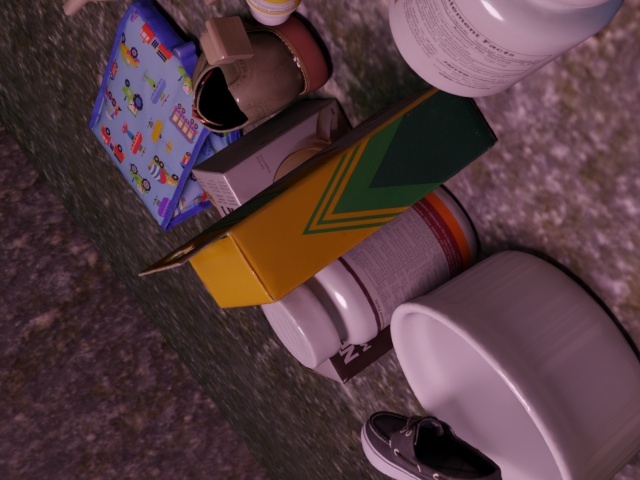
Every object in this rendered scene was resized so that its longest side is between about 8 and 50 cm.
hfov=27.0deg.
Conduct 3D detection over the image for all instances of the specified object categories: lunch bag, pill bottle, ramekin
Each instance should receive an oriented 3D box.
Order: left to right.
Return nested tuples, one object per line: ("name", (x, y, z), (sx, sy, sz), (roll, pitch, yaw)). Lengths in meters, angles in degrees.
("lunch bag", (-0.219, -0.193, 1.925), (0.221, 0.138, 0.293), (53, 153, 18))
("pill bottle", (-0.047, -0.273, 1.393), (0.065, 0.065, 0.116), (52, 162, 11))
("pill bottle", (0.051, 0.035, 1.432), (0.121, 0.221, 0.121), (49, 162, 22))
("pill bottle", (0.142, -0.189, 0.934), (0.131, 0.131, 0.229), (56, 162, -2))
("ramekin", (0.209, 0.144, 1.358), (0.277, 0.135, 0.277), (49, 162, 22))

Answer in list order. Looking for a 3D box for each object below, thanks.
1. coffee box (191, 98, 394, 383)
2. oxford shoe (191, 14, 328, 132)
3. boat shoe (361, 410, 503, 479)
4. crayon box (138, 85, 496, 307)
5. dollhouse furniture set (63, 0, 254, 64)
("coffee box", (0.000, 0.000, 1.595), (0.297, 0.168, 0.119), (61, 162, -17))
("oxford shoe", (-0.113, -0.192, 1.605), (0.123, 0.130, 0.348), (58, 162, -8))
("boat shoe", (0.117, 0.223, 1.406), (0.228, 0.080, 0.076), (35, 137, 55))
("crayon box", (-0.008, -0.028, 1.301), (0.083, 0.323, 0.203), (57, 163, -6))
("dollhouse furniture set", (-0.209, -0.352, 1.310), (0.174, 0.303, 0.355), (-31, 79, 46))
